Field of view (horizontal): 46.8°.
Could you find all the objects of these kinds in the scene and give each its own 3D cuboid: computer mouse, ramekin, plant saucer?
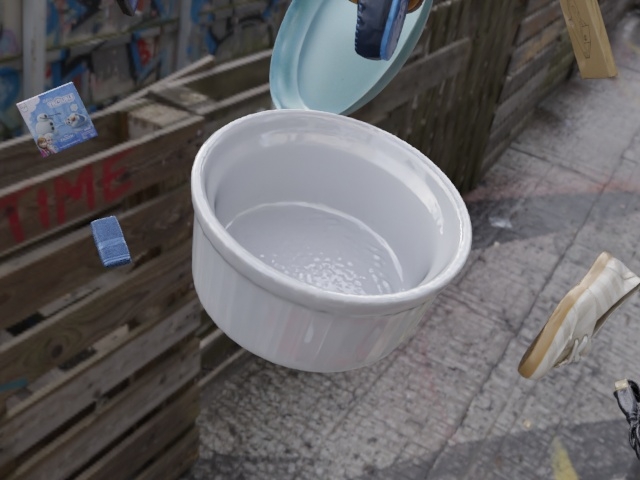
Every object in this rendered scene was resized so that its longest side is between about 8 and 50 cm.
[{"bbox_3d":[0.387,0.188,0.728,0.193,0.042,0.106,9,25,-1],"label":"computer mouse"},{"bbox_3d":[0.000,0.000,0.755,0.277,0.135,0.277,11,43,-10],"label":"ramekin"},{"bbox_3d":[0.045,-0.297,1.018,0.044,0.317,0.317,23,24,-36],"label":"plant saucer"}]

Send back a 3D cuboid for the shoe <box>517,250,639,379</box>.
[{"bbox_3d":[0.296,0.088,0.832,0.058,0.076,0.219,37,53,20],"label":"shoe"}]

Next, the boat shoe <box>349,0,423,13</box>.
[{"bbox_3d":[0.032,-0.309,0.823,0.207,0.073,0.073,34,19,19],"label":"boat shoe"}]

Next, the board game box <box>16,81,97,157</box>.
[{"bbox_3d":[-0.408,-0.187,1.149,0.090,0.090,0.020,-27,21,-15],"label":"board game box"}]

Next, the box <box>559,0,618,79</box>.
[{"bbox_3d":[0.458,-0.380,1.287,0.021,0.201,0.164,-19,10,8],"label":"box"}]

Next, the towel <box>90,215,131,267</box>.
[{"bbox_3d":[-0.485,0.005,1.707,0.067,0.029,0.119,-14,70,-27],"label":"towel"}]

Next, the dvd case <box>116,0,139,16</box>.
[{"bbox_3d":[-0.276,-0.455,1.073,0.022,0.180,0.253,17,-5,-3],"label":"dvd case"}]

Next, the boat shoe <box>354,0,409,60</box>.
[{"bbox_3d":[0.054,-0.304,0.723,0.089,0.258,0.109,9,-5,7],"label":"boat shoe"}]
